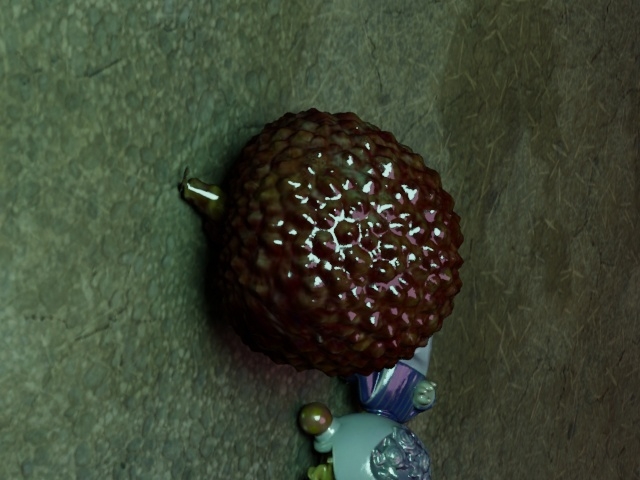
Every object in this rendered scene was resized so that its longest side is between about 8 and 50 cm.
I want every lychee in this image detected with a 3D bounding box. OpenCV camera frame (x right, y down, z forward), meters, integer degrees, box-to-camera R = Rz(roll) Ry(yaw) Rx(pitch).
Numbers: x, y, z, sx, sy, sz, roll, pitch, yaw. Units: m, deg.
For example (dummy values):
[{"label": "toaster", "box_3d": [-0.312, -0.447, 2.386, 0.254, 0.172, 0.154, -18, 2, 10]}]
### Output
[{"label": "lychee", "box_3d": [0.000, 0.000, 1.568, 0.264, 0.300, 0.264, -157, -90, -89]}]

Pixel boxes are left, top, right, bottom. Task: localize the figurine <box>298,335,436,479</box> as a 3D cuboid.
[{"label": "figurine", "box_3d": [0.079, 0.213, 1.813, 0.194, 0.133, 0.274, 56, 49, -26]}]
